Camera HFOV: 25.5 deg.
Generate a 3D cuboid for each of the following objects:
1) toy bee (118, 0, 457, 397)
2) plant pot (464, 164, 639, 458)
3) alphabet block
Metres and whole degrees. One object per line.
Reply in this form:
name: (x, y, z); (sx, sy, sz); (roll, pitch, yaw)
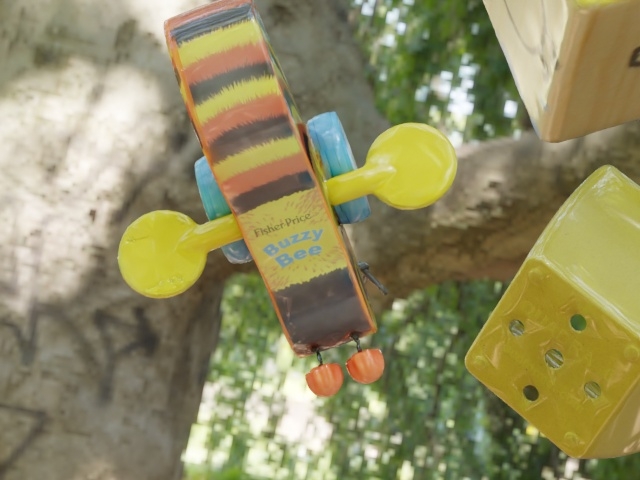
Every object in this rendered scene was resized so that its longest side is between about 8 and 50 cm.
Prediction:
toy bee: (0.000, 0.000, 0.848); (0.195, 0.162, 0.298); (-35, -43, 19)
plant pot: (0.262, 0.086, 1.348); (0.212, 0.212, 0.187); (40, 34, 20)
alphabet block: (0.210, -0.203, 0.914); (0.193, 0.192, 0.197); (-18, -20, -4)
